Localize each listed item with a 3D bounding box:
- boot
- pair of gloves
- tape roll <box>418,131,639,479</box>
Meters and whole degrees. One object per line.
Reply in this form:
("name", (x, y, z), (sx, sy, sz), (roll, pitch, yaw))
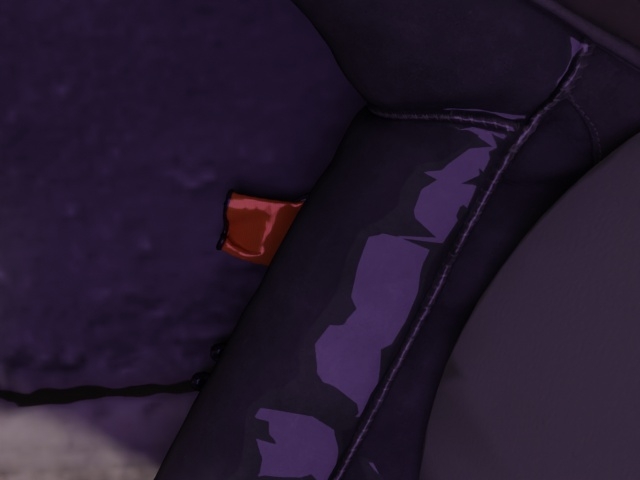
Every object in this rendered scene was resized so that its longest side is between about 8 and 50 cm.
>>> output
("boot", (-0.001, 0.000, 0.465), (0.190, 0.076, 0.208), (29, 110, -9))
("pair of gloves", (0.002, 0.024, 0.509), (0.074, 0.010, 0.083), (10, 108, -4))
("tape roll", (0.161, 0.091, 0.410), (0.246, 0.169, 0.246), (-5, 113, -13))
